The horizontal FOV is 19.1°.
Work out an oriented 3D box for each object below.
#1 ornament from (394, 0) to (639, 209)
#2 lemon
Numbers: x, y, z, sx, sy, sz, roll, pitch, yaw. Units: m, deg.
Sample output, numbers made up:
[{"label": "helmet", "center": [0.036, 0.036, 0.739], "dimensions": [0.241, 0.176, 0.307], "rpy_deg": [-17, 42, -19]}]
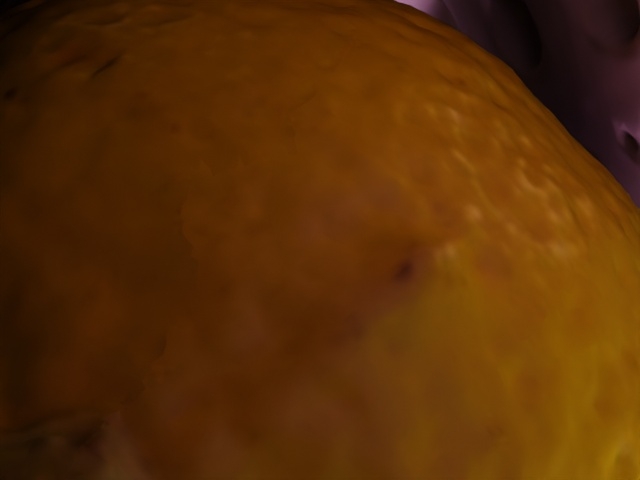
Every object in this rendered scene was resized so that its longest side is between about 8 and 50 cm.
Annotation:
[{"label": "ornament", "center": [0.175, -0.098, 0.686], "dimensions": [0.239, 0.240, 0.239], "rpy_deg": [-24, -154, -17]}, {"label": "lemon", "center": [-0.035, 0.071, 0.589], "dimensions": [0.336, 0.336, 0.336], "rpy_deg": [-47, -178, 2]}]
